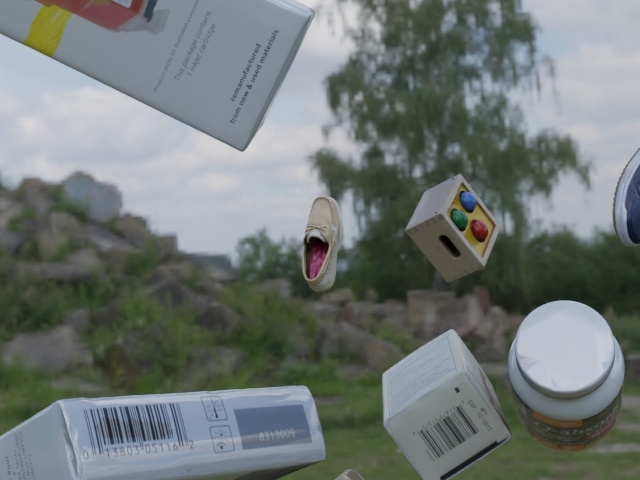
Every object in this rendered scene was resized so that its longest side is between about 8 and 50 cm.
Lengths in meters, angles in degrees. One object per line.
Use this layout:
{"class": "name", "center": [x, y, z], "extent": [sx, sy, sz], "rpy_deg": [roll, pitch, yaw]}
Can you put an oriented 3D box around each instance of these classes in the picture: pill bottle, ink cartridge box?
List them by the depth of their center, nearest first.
{"class": "ink cartridge box", "center": [-0.233, 0.251, 1.233], "extent": [0.308, 0.091, 0.385], "rpy_deg": [3, -24, -46]}
{"class": "ink cartridge box", "center": [-0.210, -0.261, 1.279], "extent": [0.385, 0.160, 0.279], "rpy_deg": [26, 11, -4]}
{"class": "pill bottle", "center": [0.351, 0.195, 1.709], "extent": [0.162, 0.162, 0.278], "rpy_deg": [-5, -24, 11]}

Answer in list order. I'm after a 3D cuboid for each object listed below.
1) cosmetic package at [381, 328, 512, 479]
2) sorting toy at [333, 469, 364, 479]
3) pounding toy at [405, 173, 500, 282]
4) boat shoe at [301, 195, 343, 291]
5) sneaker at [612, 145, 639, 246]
{"class": "cosmetic package", "center": [0.190, 0.254, 1.857], "extent": [0.153, 0.129, 0.296], "rpy_deg": [-35, 5, 8]}
{"class": "sorting toy", "center": [0.058, 0.528, 1.779], "extent": [0.229, 0.307, 0.041], "rpy_deg": [-39, -8, -8]}
{"class": "pounding toy", "center": [0.266, -0.025, 2.104], "extent": [0.094, 0.181, 0.206], "rpy_deg": [-27, 20, 37]}
{"class": "boat shoe", "center": [0.000, 0.000, 2.030], "extent": [0.063, 0.170, 0.059], "rpy_deg": [-5, -18, 21]}
{"class": "sneaker", "center": [0.566, -0.107, 1.835], "extent": [0.153, 0.282, 0.099], "rpy_deg": [7, -34, 47]}
